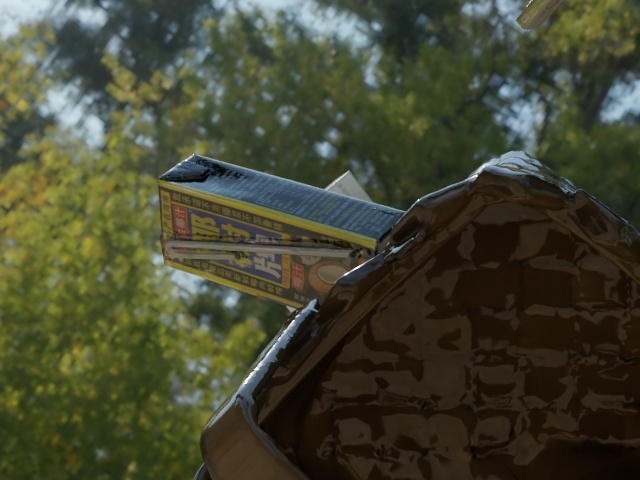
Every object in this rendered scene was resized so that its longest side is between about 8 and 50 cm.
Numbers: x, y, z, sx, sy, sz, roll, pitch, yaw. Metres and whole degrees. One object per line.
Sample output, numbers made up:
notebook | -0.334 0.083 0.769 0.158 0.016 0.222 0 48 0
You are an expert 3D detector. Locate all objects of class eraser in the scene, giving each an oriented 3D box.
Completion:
eraser | 0.269 -0.284 1.556 0.083 0.038 0.019 -49 -116 37

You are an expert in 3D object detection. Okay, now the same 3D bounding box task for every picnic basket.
picnic basket | 0.083 0.118 0.667 0.254 0.291 0.321 42 19 0

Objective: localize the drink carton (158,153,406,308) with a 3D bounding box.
drink carton | -0.027 0.000 0.869 0.166 0.056 0.071 15 -58 24

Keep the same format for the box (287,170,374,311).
box | 0.000 0.000 1.444 0.084 0.154 0.040 54 -31 -5
